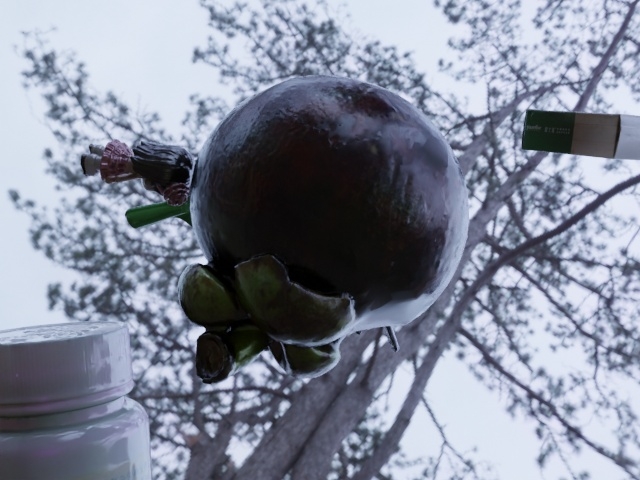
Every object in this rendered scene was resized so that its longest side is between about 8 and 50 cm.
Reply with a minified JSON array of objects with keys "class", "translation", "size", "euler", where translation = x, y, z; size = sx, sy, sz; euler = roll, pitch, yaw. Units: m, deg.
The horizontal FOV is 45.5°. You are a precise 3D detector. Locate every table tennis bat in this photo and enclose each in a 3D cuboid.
[{"class":"table tennis bat","translation":[-0.225,-0.068,1.364],"size":[0.257,0.039,0.160],"euler":[-15,-56,6]}]

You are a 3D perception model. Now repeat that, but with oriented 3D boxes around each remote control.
[{"class":"remote control","translation":[0.103,0.128,1.196],"size":[0.039,0.014,0.096],"euler":[113,-42,-82]}]

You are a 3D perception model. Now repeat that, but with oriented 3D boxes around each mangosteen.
[{"class":"mangosteen","translation":[-0.001,-0.018,0.776],"size":[0.311,0.311,0.311],"euler":[23,-45,25]}]

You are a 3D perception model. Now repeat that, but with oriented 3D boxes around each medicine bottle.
[{"class":"medicine bottle","translation":[-0.303,0.294,0.896],"size":[0.213,0.213,0.378],"euler":[-3,-89,42]}]

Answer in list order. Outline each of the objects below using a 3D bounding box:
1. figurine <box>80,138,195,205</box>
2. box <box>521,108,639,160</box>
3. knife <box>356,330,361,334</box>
[{"class":"figurine","translation":[-0.200,-0.080,0.841],"size":[0.129,0.072,0.054],"euler":[12,-48,5]},{"class":"box","translation":[0.472,-0.185,1.333],"size":[0.199,0.135,0.081],"euler":[14,-77,54]},{"class":"knife","translation":[0.148,0.038,1.585],"size":[0.043,0.365,0.089],"euler":[-1,-42,42]}]
